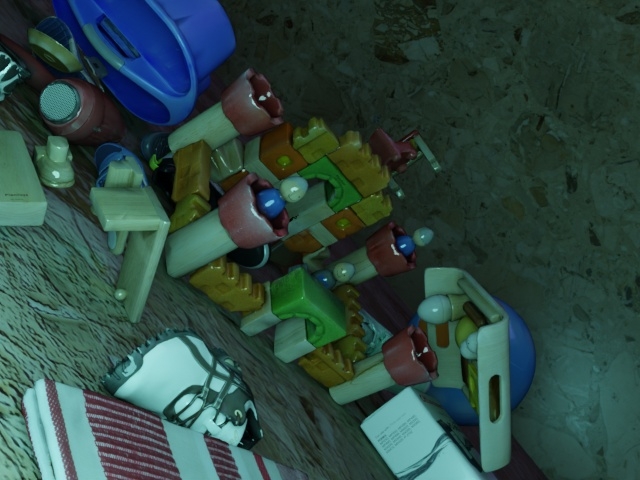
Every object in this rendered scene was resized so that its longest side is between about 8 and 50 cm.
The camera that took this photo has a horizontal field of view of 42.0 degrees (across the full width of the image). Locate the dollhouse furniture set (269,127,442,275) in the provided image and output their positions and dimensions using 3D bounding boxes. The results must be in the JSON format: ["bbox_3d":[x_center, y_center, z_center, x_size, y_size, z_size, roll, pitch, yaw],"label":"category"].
[{"bbox_3d":[0.013,-0.105,1.515,0.152,0.374,0.201,57,8,22],"label":"dollhouse furniture set"}]

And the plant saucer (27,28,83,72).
[{"bbox_3d":[-0.349,-0.242,1.085,0.083,0.015,0.083,29,-14,8],"label":"plant saucer"}]

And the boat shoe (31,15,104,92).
[{"bbox_3d":[-0.363,-0.243,1.212,0.183,0.066,0.066,62,7,22],"label":"boat shoe"}]

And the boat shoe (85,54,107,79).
[{"bbox_3d":[-0.376,-0.268,1.323,0.049,0.040,0.142,57,6,-6],"label":"boat shoe"}]

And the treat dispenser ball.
[{"bbox_3d":[0.311,0.249,1.780,0.288,0.288,0.288,48,7,-8],"label":"treat dispenser ball"}]

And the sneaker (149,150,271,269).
[{"bbox_3d":[-0.176,-0.037,1.272,0.235,0.084,0.097,48,32,-4],"label":"sneaker"}]

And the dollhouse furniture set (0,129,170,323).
[{"bbox_3d":[-0.248,-0.011,0.779,0.151,0.123,0.144,-1,39,-34],"label":"dollhouse furniture set"}]

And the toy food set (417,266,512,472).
[{"bbox_3d":[0.214,0.184,1.283,0.306,0.092,0.220,-110,-165,-75],"label":"toy food set"}]

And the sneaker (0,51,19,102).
[{"bbox_3d":[-0.372,-0.191,0.828,0.071,0.068,0.170,46,5,29],"label":"sneaker"}]

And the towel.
[{"bbox_3d":[-0.061,0.235,0.583,0.329,0.037,0.237,39,14,-48],"label":"towel"}]

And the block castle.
[{"bbox_3d":[0.000,0.000,1.173,0.453,0.212,0.303,44,28,-38],"label":"block castle"}]

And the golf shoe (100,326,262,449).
[{"bbox_3d":[-0.102,0.133,0.701,0.094,0.077,0.198,52,9,25],"label":"golf shoe"}]

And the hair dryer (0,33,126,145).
[{"bbox_3d":[-0.342,-0.209,1.045,0.293,0.080,0.223,45,6,-44],"label":"hair dryer"}]

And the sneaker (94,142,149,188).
[{"bbox_3d":[-0.248,-0.077,1.031,0.144,0.053,0.059,52,10,33],"label":"sneaker"}]

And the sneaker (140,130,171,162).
[{"bbox_3d":[-0.249,-0.142,1.405,0.082,0.069,0.209,13,2,25],"label":"sneaker"}]

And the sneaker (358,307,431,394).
[{"bbox_3d":[0.089,0.195,1.483,0.256,0.094,0.151,40,0,6],"label":"sneaker"}]

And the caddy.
[{"bbox_3d":[-0.313,-0.358,1.421,0.341,0.241,0.179,48,51,-1],"label":"caddy"}]

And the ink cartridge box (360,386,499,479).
[{"bbox_3d":[0.185,0.345,1.243,0.237,0.100,0.172,52,6,26],"label":"ink cartridge box"}]
